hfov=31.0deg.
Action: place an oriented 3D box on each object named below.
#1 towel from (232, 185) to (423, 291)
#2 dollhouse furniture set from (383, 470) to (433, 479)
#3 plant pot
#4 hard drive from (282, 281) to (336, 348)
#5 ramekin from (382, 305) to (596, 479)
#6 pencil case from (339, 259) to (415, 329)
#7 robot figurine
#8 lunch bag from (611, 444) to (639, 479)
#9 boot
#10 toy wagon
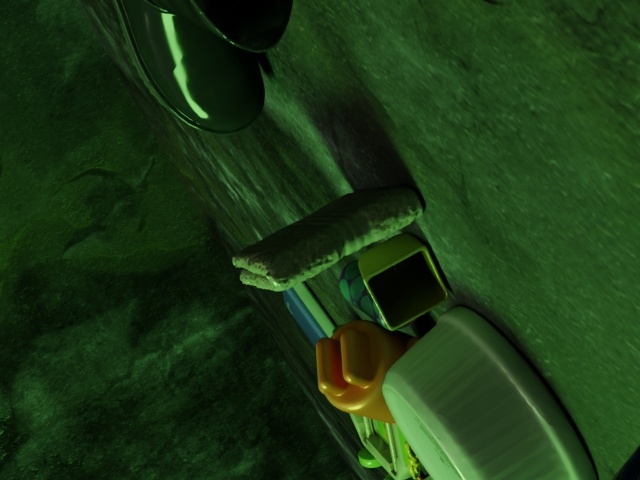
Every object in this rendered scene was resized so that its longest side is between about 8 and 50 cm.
[{"bbox_3d":[0.000,0.000,1.331,0.049,0.187,0.282,62,171,-6],"label":"towel"},{"bbox_3d":[0.213,0.468,2.117,0.262,0.135,0.259,55,-178,12],"label":"dollhouse furniture set"},{"bbox_3d":[0.089,0.038,1.347,0.081,0.081,0.083,62,179,-29],"label":"plant pot"},{"bbox_3d":[0.028,0.226,2.379,0.319,0.040,0.210,54,170,14],"label":"hard drive"},{"bbox_3d":[0.182,0.219,1.326,0.273,0.127,0.273,54,171,13],"label":"ramekin"},{"bbox_3d":[0.079,0.069,1.535,0.064,0.070,0.151,22,-177,-25],"label":"pencil case"},{"bbox_3d":[0.088,0.181,1.562,0.219,0.158,0.128,23,-164,-47],"label":"robot figurine"},{"bbox_3d":[0.320,0.362,0.836,0.385,0.239,0.328,36,164,17],"label":"lunch bag"},{"bbox_3d":[-0.116,-0.256,1.267,0.367,0.146,0.445,58,166,-21],"label":"boot"},{"bbox_3d":[0.112,0.298,1.955,0.344,0.068,0.267,-145,40,-64],"label":"toy wagon"}]
